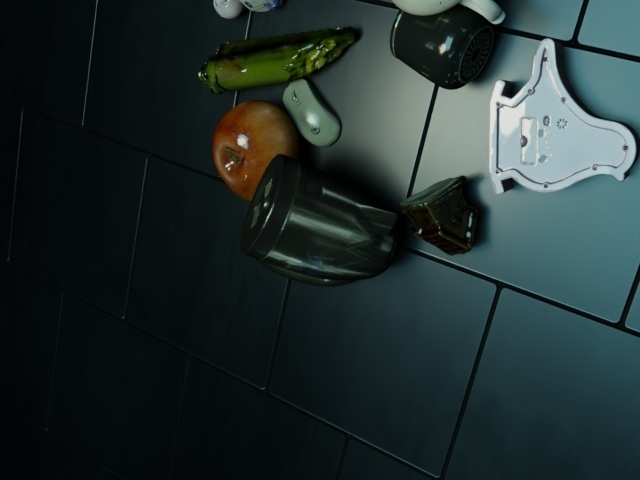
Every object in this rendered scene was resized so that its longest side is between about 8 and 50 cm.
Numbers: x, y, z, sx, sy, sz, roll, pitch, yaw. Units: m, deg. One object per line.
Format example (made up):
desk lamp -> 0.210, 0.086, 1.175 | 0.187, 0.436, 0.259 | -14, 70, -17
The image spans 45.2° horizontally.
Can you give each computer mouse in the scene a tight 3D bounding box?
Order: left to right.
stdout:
computer mouse -> -0.029, -0.297, 1.764 | 0.089, 0.056, 0.181 | -38, 79, 26

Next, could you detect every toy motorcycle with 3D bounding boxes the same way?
toy motorcycle -> -0.136, -0.586, 1.758 | 0.254, 0.112, 0.112 | -11, 93, 31

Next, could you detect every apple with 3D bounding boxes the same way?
apple -> -0.154, -0.202, 1.777 | 0.210, 0.173, 0.235 | -11, 99, 41

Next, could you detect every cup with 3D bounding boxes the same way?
cup -> 0.252, -0.423, 1.520 | 0.176, 0.169, 0.223 | 33, 99, 30

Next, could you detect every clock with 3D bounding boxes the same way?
clock -> 0.461, -0.238, 1.471 | 0.275, 0.080, 0.290 | 0, 101, 30

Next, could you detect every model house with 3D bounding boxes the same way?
model house -> 0.257, -0.039, 1.629 | 0.152, 0.106, 0.165 | 61, 158, -7

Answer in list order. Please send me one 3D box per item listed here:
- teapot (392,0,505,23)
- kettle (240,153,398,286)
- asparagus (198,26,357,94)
teapot -> 0.225, -0.499, 1.417 | 0.208, 0.166, 0.299 | -38, 60, 9
kettle -> 0.000, 0.000, 1.688 | 0.324, 0.228, 0.321 | 20, 137, -16
asparagus -> -0.100, -0.410, 1.750 | 0.382, 0.128, 0.108 | -1, 135, 30
